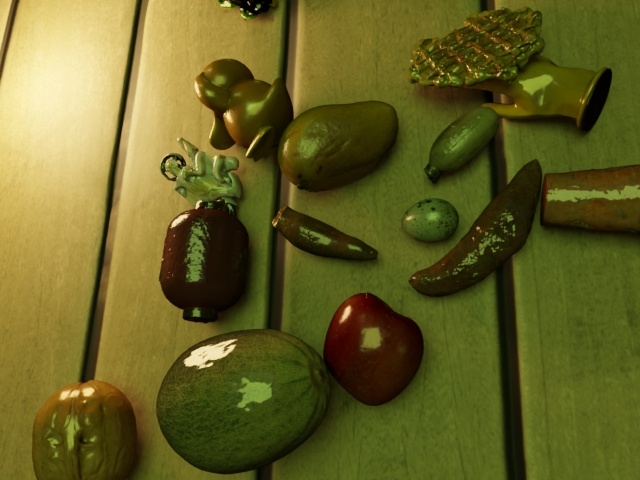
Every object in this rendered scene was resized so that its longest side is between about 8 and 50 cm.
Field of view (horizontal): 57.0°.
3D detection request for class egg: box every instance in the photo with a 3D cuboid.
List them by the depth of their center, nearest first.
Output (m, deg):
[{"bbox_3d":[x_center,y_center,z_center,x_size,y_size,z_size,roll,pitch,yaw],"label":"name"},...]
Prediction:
[{"bbox_3d":[0.210,-0.037,1.133,0.110,0.085,0.085,-15,69,20],"label":"egg"}]

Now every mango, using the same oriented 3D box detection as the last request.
[{"bbox_3d":[0.039,-0.199,1.206,0.261,0.130,0.167,-18,91,-5],"label":"mango"}]

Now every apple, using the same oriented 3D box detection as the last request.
[{"bbox_3d":[0.090,0.189,1.048,0.181,0.181,0.168,39,93,24],"label":"apple"}]

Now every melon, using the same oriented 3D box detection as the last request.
[{"bbox_3d":[-0.135,0.278,1.038,0.329,0.248,0.249,-20,67,29],"label":"melon"}]

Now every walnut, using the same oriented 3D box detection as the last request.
[{"bbox_3d":[-0.459,0.388,1.149,0.193,0.193,0.226,-4,71,16],"label":"walnut"}]

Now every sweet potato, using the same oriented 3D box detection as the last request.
[{"bbox_3d":[0.317,-0.010,1.088,0.341,0.092,0.114,-46,49,-2],"label":"sweet potato"},{"bbox_3d":[0.000,0.000,1.188,0.243,0.077,0.077,27,82,23],"label":"sweet potato"}]

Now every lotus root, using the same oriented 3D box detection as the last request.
[{"bbox_3d":[0.272,-0.192,1.161,0.183,0.090,0.077,-43,94,3],"label":"lotus root"}]

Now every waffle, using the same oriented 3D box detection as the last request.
[{"bbox_3d":[0.313,-0.390,1.191,0.291,0.051,0.291,-17,39,15],"label":"waffle"}]

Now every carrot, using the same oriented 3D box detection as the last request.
[{"bbox_3d":[0.542,-0.071,1.017,0.301,0.139,0.139,8,75,19],"label":"carrot"}]

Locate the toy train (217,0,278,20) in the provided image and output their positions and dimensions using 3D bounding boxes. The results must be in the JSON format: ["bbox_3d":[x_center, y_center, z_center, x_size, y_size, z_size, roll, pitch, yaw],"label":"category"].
[{"bbox_3d":[-0.222,-0.655,1.456,0.296,0.100,0.161,32,83,23],"label":"toy train"}]

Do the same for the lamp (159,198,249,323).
[{"bbox_3d":[-0.235,0.040,1.205,0.180,0.180,0.258,-3,70,16],"label":"lamp"}]

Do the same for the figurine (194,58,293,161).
[{"bbox_3d":[-0.157,-0.282,1.268,0.228,0.215,0.215,18,78,33],"label":"figurine"}]

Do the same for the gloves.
[{"bbox_3d":[0.404,-0.315,1.170,0.294,0.116,0.133,26,54,32],"label":"gloves"}]

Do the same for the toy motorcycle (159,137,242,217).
[{"bbox_3d":[-0.248,-0.139,1.305,0.228,0.074,0.151,44,96,13],"label":"toy motorcycle"}]
